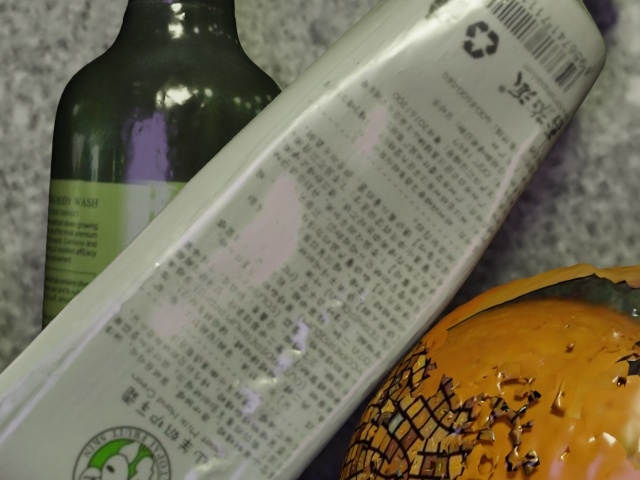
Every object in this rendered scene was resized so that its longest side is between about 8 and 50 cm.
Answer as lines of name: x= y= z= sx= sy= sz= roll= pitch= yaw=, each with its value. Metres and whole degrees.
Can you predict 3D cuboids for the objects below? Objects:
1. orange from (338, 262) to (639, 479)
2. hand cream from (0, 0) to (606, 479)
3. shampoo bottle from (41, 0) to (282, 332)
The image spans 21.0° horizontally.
orange: x=0.118 y=0.120 z=0.631 sx=0.234 sy=0.182 sz=0.234 roll=1 pitch=101 yaw=6
hand cream: x=0.000 y=0.000 z=0.659 sx=0.121 sy=0.076 sz=0.336 roll=44 pitch=79 yaw=-18
shampoo bottle: x=-0.063 y=-0.002 z=0.711 sx=0.101 sy=0.101 sz=0.284 roll=4 pitch=92 yaw=15
